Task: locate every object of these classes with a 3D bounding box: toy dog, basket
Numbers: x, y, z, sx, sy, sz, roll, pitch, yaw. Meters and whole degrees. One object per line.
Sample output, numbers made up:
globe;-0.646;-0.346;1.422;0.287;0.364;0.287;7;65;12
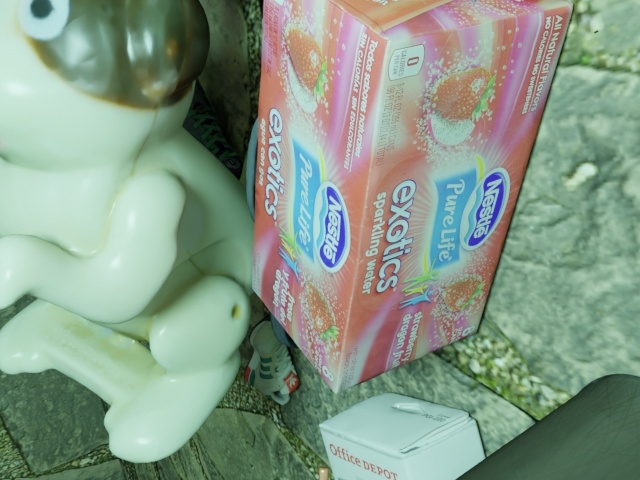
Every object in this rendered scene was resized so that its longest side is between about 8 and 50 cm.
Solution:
toy dog;-0.182;-0.058;0.738;0.285;0.395;0.407;32;146;37
basket;0.135;0.219;0.516;0.154;0.227;0.204;36;137;49

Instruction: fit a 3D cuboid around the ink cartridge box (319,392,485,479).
ink cartridge box;0.097;0.272;0.770;0.159;0.092;0.217;-4;101;61

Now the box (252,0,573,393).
box;0.050;-0.052;0.593;0.142;0.154;0.299;47;143;39

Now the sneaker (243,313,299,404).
sneaker;-0.053;0.157;1.036;0.075;0.057;0.161;39;140;21

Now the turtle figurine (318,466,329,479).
turtle figurine;0.032;0.361;0.953;0.217;0.087;0.269;4;119;67

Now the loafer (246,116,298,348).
loafer;0.000;0.000;0.798;0.095;0.109;0.302;24;135;32

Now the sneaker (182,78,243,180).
sneaker;-0.137;-0.125;1.006;0.098;0.083;0.223;2;114;40
